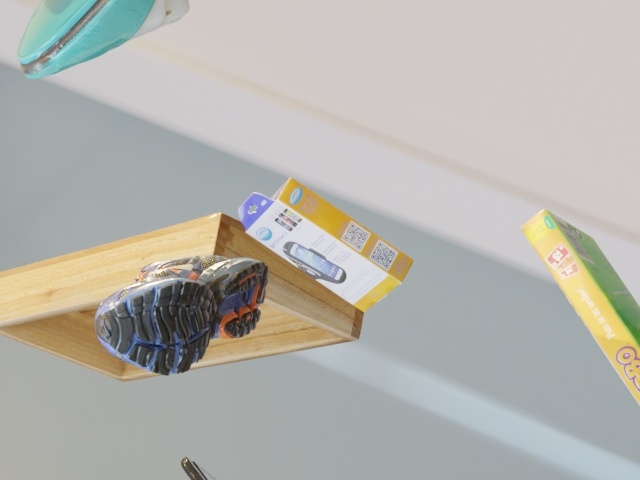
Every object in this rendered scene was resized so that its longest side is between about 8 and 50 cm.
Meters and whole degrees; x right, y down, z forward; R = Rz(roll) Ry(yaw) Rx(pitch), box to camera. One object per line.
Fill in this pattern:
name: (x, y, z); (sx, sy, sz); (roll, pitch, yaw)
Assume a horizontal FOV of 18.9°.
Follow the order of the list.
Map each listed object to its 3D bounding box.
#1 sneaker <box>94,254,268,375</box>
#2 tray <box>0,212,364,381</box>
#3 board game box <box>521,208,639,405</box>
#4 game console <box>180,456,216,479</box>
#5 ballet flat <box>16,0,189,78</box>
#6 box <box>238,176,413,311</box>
sneaker: (-0.128, 0.057, 1.601); (0.221, 0.087, 0.083); (-12, -69, -64)
tray: (-0.163, 0.067, 2.057); (0.203, 0.411, 0.076); (26, -116, -36)
board game box: (0.269, 0.092, 1.630); (0.039, 0.259, 0.124); (-41, -27, 14)
game console: (-0.066, 0.246, 1.873); (0.071, 0.107, 0.122); (-39, -25, -2)
ballet flat: (-0.111, -0.198, 1.302); (0.087, 0.083, 0.247); (37, -105, -34)
box: (0.000, 0.000, 1.538); (0.028, 0.136, 0.081); (-58, 8, -28)
